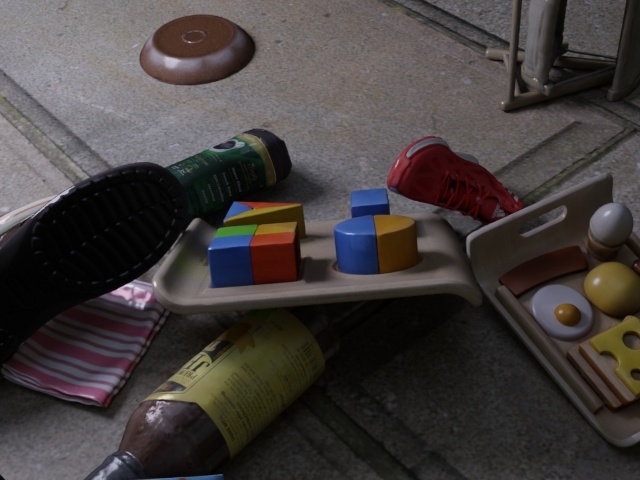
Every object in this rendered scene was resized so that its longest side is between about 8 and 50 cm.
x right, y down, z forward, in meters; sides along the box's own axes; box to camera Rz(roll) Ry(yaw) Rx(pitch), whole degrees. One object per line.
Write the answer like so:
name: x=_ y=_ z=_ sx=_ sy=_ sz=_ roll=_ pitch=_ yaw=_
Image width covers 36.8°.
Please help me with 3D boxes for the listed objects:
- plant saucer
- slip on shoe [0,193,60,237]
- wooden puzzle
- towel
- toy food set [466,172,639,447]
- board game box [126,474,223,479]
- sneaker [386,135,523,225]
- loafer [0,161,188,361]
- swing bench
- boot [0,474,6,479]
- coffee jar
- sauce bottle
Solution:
plant saucer: x=-0.213 y=-0.335 z=1.643 sx=0.199 sy=0.036 sz=0.198 roll=-2 pitch=43 yaw=2
slip on shoe: x=-0.425 y=0.018 z=1.231 sx=0.331 sy=0.123 sz=0.101 roll=-28 pitch=44 yaw=-16
wooden puzzle: x=0.000 y=0.000 z=1.136 sx=0.348 sy=0.080 sz=0.322 roll=0 pitch=14 yaw=2
towel: x=-0.277 y=0.111 z=1.176 sx=0.144 sy=0.029 sz=0.197 roll=13 pitch=46 yaw=17
toy food set: x=0.341 y=0.067 z=1.098 sx=0.220 sy=0.092 sz=0.306 roll=-23 pitch=55 yaw=-19
board game box: x=-0.139 y=0.300 z=0.897 sx=0.104 sy=0.026 sz=0.154 roll=0 pitch=70 yaw=-13
sneaker: x=0.187 y=-0.064 z=1.228 sx=0.128 sy=0.087 sz=0.221 roll=38 pitch=25 yaw=30
loafer: x=-0.330 y=0.021 z=1.151 sx=0.366 sy=0.133 sz=0.130 roll=-33 pitch=21 yaw=-12
swing bench: x=0.391 y=-0.348 z=1.445 sx=0.255 sy=0.253 sz=0.165 roll=-4 pitch=43 yaw=2
boot: x=-0.438 y=0.255 z=1.008 sx=0.198 sy=0.076 sz=0.137 roll=25 pitch=56 yaw=30
coffee jar: x=-0.135 y=-0.091 z=1.336 sx=0.184 sy=0.079 sz=0.096 roll=-27 pitch=24 yaw=-22
sauce bottle: x=-0.125 y=0.186 z=1.021 sx=0.111 sy=0.111 sz=0.344 roll=28 pitch=51 yaw=30
